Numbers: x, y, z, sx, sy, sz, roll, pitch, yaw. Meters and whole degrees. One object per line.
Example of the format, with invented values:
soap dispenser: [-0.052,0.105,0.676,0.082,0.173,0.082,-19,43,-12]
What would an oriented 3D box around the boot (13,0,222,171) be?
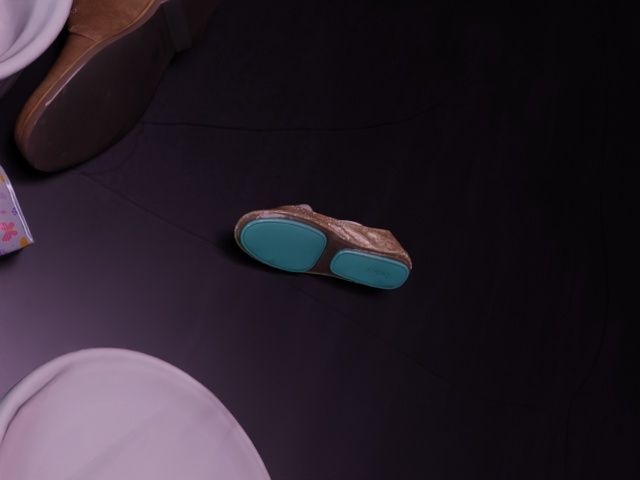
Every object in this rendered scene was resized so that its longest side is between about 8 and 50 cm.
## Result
boot: [-0.214,-0.191,0.915,0.115,0.112,0.305,24,58,13]

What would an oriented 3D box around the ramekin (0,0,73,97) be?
ramekin: [-0.361,-0.222,0.790,0.277,0.135,0.277,13,64,-28]

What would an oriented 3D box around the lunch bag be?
lunch bag: [-0.295,-0.021,0.798,0.071,0.053,0.083,-23,93,-35]

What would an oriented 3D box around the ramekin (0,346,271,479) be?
ramekin: [-0.160,0.226,0.690,0.273,0.127,0.273,35,37,-32]

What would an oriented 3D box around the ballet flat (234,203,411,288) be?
ballet flat: [0.000,0.000,0.981,0.206,0.073,0.067,19,33,-28]
